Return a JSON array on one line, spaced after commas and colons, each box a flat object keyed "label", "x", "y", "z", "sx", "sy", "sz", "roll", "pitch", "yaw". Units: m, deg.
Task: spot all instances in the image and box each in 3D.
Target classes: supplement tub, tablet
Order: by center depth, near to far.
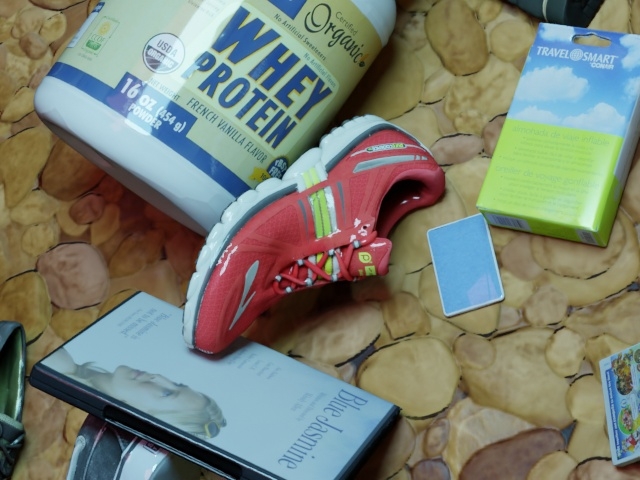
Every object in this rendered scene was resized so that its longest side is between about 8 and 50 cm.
[{"label": "tablet", "x": 0.123, "y": 0.020, "z": 1.254, "sx": 0.054, "sy": 0.006, "sz": 0.083, "roll": -18, "pitch": 62, "yaw": 16}, {"label": "supplement tub", "x": -0.076, "y": -0.179, "z": 1.301, "sx": 0.228, "sy": 0.228, "sz": 0.316, "roll": 30, "pitch": 83, "yaw": 32}]

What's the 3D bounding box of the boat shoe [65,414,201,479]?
[{"label": "boat shoe", "x": -0.184, "y": 0.280, "z": 1.173, "sx": 0.105, "sy": 0.113, "sz": 0.306, "roll": 20, "pitch": 107, "yaw": 27}]

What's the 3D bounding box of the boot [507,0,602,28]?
[{"label": "boot", "x": 0.212, "y": -0.294, "z": 1.317, "sx": 0.137, "sy": 0.077, "sz": 0.198, "roll": 27, "pitch": 80, "yaw": 36}]

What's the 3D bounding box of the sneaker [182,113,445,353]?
[{"label": "sneaker", "x": 0.000, "y": 0.000, "z": 1.227, "sx": 0.118, "sy": 0.107, "sz": 0.279, "roll": 35, "pitch": 63, "yaw": 23}]

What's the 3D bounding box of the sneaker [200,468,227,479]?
[{"label": "sneaker", "x": -0.120, "y": 0.191, "z": 1.238, "sx": 0.153, "sy": 0.094, "sz": 0.235, "roll": -48, "pitch": 58, "yaw": 0}]

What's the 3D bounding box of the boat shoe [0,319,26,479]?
[{"label": "boat shoe", "x": -0.305, "y": 0.171, "z": 1.339, "sx": 0.073, "sy": 0.080, "sz": 0.223, "roll": -16, "pitch": 58, "yaw": 23}]

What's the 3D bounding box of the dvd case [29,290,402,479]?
[{"label": "dvd case", "x": -0.078, "y": 0.123, "z": 1.174, "sx": 0.253, "sy": 0.180, "sz": 0.022, "roll": 23, "pitch": 114, "yaw": 13}]

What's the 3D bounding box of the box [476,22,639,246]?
[{"label": "box", "x": 0.210, "y": -0.091, "z": 1.242, "sx": 0.109, "sy": 0.042, "sz": 0.178, "roll": 12, "pitch": 73, "yaw": 27}]

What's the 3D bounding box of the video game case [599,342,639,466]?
[{"label": "video game case", "x": 0.260, "y": 0.112, "z": 1.111, "sx": 0.122, "sy": 0.011, "sz": 0.087, "roll": -33, "pitch": 52, "yaw": 47}]
